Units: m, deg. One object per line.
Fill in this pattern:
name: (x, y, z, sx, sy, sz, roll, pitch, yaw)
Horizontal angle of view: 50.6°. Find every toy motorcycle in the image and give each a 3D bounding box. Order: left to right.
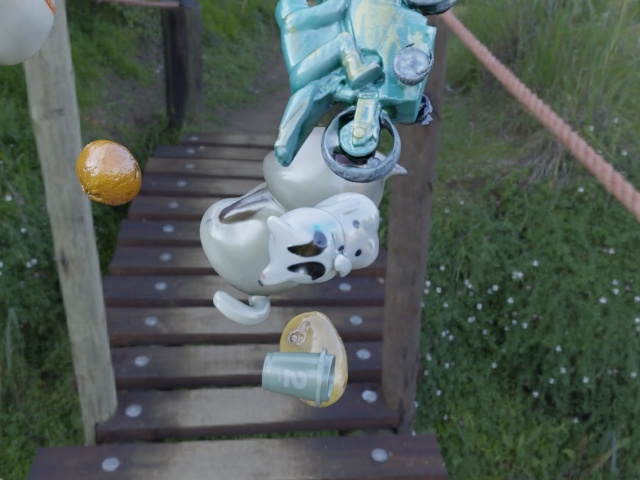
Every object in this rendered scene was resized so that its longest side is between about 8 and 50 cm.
toy motorcycle: (0.035, -0.207, 0.736, 0.199, 0.296, 0.109, 13, -17, 9)

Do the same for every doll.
doll: (-0.053, -0.049, 1.187, 0.215, 0.370, 0.226, 16, 31, -50)
doll: (0.006, -0.001, 0.908, 0.107, 0.110, 0.181, 13, 22, 32)

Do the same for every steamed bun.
steamed bun: (-0.453, -0.367, 0.937, 0.145, 0.231, 0.232, -28, 29, -3)

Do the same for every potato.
potato: (-0.016, 0.272, 1.555, 0.151, 0.146, 0.233, -15, 45, -3)

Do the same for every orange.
orange: (-0.424, -0.133, 1.353, 0.136, 0.135, 0.117, 17, 35, 27)

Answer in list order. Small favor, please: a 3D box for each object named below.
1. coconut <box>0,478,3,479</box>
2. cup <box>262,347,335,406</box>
coconut: (-0.728, 0.621, 1.276, 0.416, 0.415, 0.344, 11, 39, 13)
cup: (-0.045, 0.274, 1.395, 0.141, 0.119, 0.120, 8, 23, 8)
